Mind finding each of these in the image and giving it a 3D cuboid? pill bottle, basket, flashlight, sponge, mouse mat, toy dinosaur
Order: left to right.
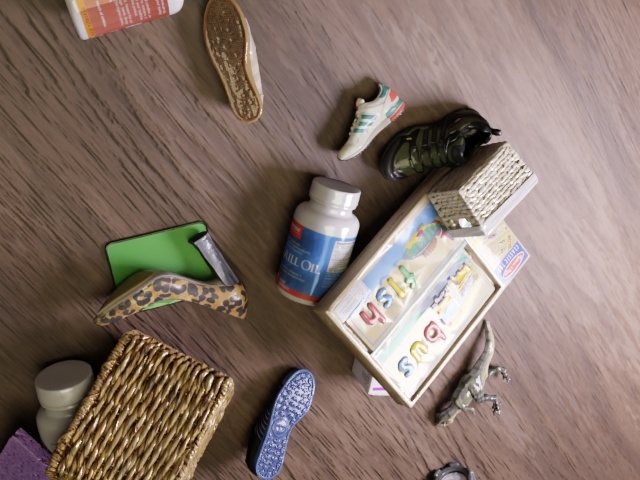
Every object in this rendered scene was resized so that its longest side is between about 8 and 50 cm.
[{"bbox_3d":[-0.548,0.442,1.588,0.117,0.031,0.210,39,122,0],"label":"sponge"},{"bbox_3d":[-0.448,0.342,1.593,0.131,0.131,0.229,-12,115,-14],"label":"pill bottle"},{"bbox_3d":[-0.288,-0.396,1.342,0.216,0.121,0.121,-19,117,-10],"label":"pill bottle"},{"bbox_3d":[-0.317,0.345,1.581,0.223,0.213,0.299,25,72,3],"label":"basket"},{"bbox_3d":[-0.288,0.052,1.596,0.190,0.007,0.152,-14,116,-14],"label":"mouse mat"},{"bbox_3d":[0.000,0.000,1.605,0.124,0.124,0.221,9,108,-22],"label":"pill bottle"},{"bbox_3d":[0.340,0.656,2.011,0.103,0.103,0.304,-11,119,15],"label":"flashlight"},{"bbox_3d":[0.296,-0.095,1.602,0.167,0.113,0.103,-44,108,-22],"label":"basket"},{"bbox_3d":[0.351,0.312,1.893,0.118,0.064,0.268,22,100,-18],"label":"toy dinosaur"}]

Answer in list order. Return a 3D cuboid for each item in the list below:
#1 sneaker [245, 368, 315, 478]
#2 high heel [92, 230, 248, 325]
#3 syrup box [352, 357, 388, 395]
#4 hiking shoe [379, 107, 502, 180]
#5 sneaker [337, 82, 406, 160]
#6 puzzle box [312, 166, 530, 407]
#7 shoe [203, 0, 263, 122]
[{"bbox_3d":[-0.091,0.363,1.759,0.081,0.090,0.232,30,79,-26],"label":"sneaker"},{"bbox_3d":[-0.262,0.127,1.576,0.261,0.093,0.186,-35,112,-13],"label":"high heel"},{"bbox_3d":[0.143,0.187,1.748,0.096,0.093,0.236,5,110,-22],"label":"syrup box"},{"bbox_3d":[0.218,-0.174,1.610,0.227,0.114,0.086,-29,116,-6],"label":"hiking shoe"},{"bbox_3d":[0.077,-0.219,1.586,0.161,0.057,0.075,-43,102,4],"label":"sneaker"},{"bbox_3d":[0.203,0.079,1.648,0.409,0.052,0.272,-49,113,-19],"label":"puzzle box"},{"bbox_3d":[-0.146,-0.309,1.470,0.077,0.058,0.219,-9,112,7],"label":"shoe"}]
